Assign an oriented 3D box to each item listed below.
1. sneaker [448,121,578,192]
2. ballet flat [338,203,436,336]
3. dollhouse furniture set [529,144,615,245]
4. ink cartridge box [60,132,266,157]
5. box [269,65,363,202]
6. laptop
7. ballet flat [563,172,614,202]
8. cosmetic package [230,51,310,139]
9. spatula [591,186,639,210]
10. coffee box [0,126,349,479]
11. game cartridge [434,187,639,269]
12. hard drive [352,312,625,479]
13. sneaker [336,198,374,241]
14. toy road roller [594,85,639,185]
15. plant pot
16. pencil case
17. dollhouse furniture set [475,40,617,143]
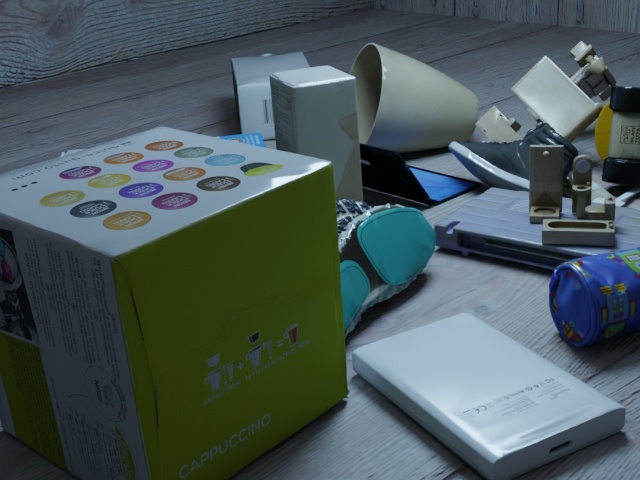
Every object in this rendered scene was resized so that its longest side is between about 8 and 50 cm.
[{"bbox_3d":[0.396,-0.176,1.920,0.146,0.104,0.296,-53,42,-5],"label":"sneaker"},{"bbox_3d":[0.034,0.054,1.484,0.147,0.146,0.409,10,26,31],"label":"ballet flat"},{"bbox_3d":[0.419,-0.079,1.587,0.144,0.123,0.151,2,23,15],"label":"dollhouse furniture set"},{"bbox_3d":[-0.290,-0.078,1.798,0.395,0.166,0.285,-6,22,-6],"label":"ink cartridge box"},{"bbox_3d":[-0.005,-0.150,1.734,0.121,0.311,0.148,-11,23,-17],"label":"box"},{"bbox_3d":[0.164,-0.166,1.971,0.234,0.264,0.136,18,68,44],"label":"laptop"},{"bbox_3d":[0.502,-0.108,1.883,0.168,0.052,0.057,15,28,38],"label":"ballet flat"},{"bbox_3d":[-0.126,-0.395,2.565,0.217,0.156,0.385,-5,21,-4],"label":"cosmetic package"},{"bbox_3d":[0.621,-0.069,1.793,0.168,0.019,0.242,14,26,36],"label":"spatula"},{"bbox_3d":[-0.199,0.077,1.181,0.335,0.338,0.338,16,30,39],"label":"coffee box"},{"bbox_3d":[0.409,-0.014,1.667,0.355,0.068,0.230,13,24,36],"label":"game cartridge"},{"bbox_3d":[0.206,0.190,1.227,0.203,0.040,0.307,-15,25,-25],"label":"hard drive"},{"bbox_3d":[0.000,0.000,1.638,0.283,0.122,0.110,5,55,-33],"label":"sneaker"},{"bbox_3d":[0.727,-0.213,1.919,0.330,0.202,0.241,6,11,20],"label":"toy road roller"},{"bbox_3d":[0.221,-0.311,2.220,0.274,0.256,0.256,6,19,-18],"label":"plant pot"},{"bbox_3d":[0.476,0.059,1.390,0.306,0.119,0.133,-13,48,-22],"label":"pencil case"},{"bbox_3d":[0.565,-0.262,2.168,0.173,0.303,0.356,53,16,26],"label":"dollhouse furniture set"}]
